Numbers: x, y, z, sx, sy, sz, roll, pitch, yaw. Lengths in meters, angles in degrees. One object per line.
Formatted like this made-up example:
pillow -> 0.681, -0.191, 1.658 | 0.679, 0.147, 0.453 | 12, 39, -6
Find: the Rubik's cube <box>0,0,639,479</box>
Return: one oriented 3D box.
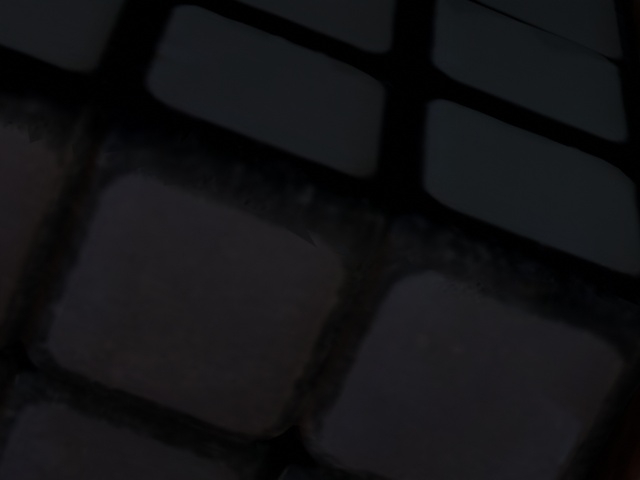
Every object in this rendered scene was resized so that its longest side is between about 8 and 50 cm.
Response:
Rubik's cube -> -0.101, 0.016, 0.692 | 0.337, 0.343, 0.344 | -81, 14, -58
